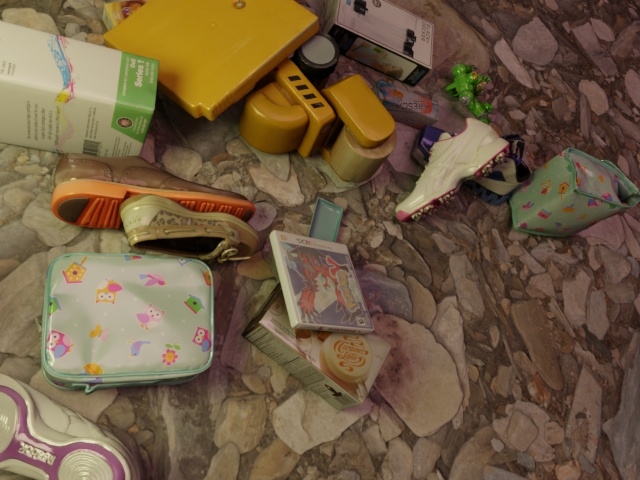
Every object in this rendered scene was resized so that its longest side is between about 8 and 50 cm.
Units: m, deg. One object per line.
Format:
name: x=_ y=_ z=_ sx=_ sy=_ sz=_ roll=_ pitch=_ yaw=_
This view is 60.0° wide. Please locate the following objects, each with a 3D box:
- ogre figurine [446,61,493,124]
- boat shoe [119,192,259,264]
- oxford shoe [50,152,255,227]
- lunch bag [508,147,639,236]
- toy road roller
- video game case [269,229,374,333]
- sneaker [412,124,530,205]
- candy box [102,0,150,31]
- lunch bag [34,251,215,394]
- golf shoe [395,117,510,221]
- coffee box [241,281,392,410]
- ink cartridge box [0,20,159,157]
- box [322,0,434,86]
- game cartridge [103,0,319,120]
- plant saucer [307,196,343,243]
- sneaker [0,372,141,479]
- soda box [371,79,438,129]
ogre figurine: x=0.418 y=-0.419 z=1.548 sx=0.118 sy=0.097 sz=0.197 roll=16 pitch=78 yaw=-41
boat shoe: x=-0.224 y=0.001 z=0.993 sx=0.285 sy=0.105 sz=0.089 roll=15 pitch=47 yaw=-45
oxford shoe: x=-0.294 y=-0.096 z=1.026 sx=0.364 sy=0.130 sz=0.132 roll=7 pitch=53 yaw=-31
lunch bag: x=0.671 y=-0.108 z=1.465 sx=0.262 sy=0.223 sz=0.160 roll=12 pitch=59 yaw=-23
toy road roller: x=-0.024 y=-0.250 z=1.190 sx=0.241 sy=0.202 sz=0.329 roll=-37 pitch=84 yaw=-21
video game case: x=0.003 y=0.079 z=1.048 sx=0.183 sy=0.023 sz=0.201 roll=12 pitch=48 yaw=-37
sneaker: x=0.407 y=-0.222 z=1.402 sx=0.316 sy=0.182 sz=0.127 roll=26 pitch=59 yaw=-16
candy box: x=-0.364 y=-0.409 z=1.159 sx=0.109 sy=0.053 sz=0.186 roll=-23 pitch=80 yaw=-31
lunch bag: x=-0.320 y=0.138 z=0.922 sx=0.279 sy=0.108 sz=0.224 roll=4 pitch=70 yaw=-26
golf shoe: x=0.288 y=-0.164 z=1.308 sx=0.306 sy=0.115 sz=0.140 roll=-37 pitch=77 yaw=3
coffee box: x=-0.005 y=0.192 z=1.066 sx=0.246 sy=0.098 sz=0.141 roll=40 pitch=55 yaw=-7
ink cartridge box: x=-0.441 y=-0.244 z=0.961 sx=0.278 sy=0.201 sz=0.117 roll=8 pitch=65 yaw=-24
box: x=0.155 y=-0.544 z=1.462 sx=0.290 sy=0.087 sz=0.169 roll=19 pitch=62 yaw=-20
game cartridge: x=-0.212 y=-0.410 z=1.101 sx=0.285 sy=0.052 sz=0.323 roll=39 pitch=72 yaw=15
plant saucer: x=0.000 y=0.000 z=1.199 sx=0.067 sy=0.018 sz=0.192 roll=23 pitch=60 yaw=-17
sneaker: x=-0.401 y=0.302 z=0.820 sx=0.305 sy=0.152 sz=0.114 roll=28 pitch=73 yaw=11
soda box: x=0.213 y=-0.344 z=1.423 sx=0.183 sy=0.063 sz=0.058 roll=14 pitch=64 yaw=-22
